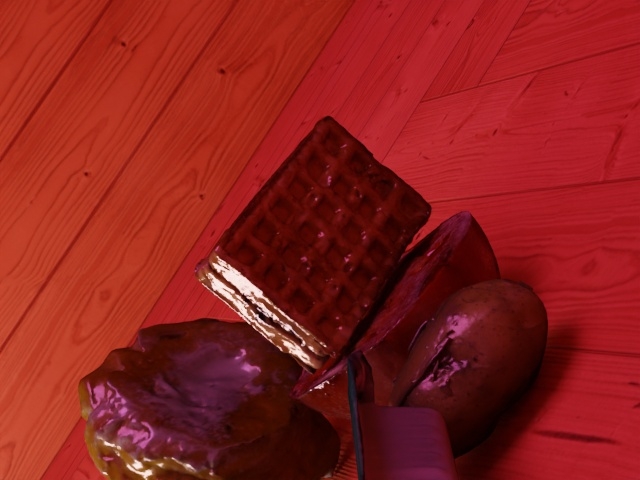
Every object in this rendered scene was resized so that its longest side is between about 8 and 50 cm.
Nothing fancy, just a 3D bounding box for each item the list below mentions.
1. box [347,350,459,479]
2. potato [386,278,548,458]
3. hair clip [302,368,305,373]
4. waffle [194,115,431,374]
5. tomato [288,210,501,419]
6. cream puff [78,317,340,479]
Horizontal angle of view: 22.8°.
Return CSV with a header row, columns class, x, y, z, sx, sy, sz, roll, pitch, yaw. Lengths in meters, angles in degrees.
class,x,y,z,sx,sy,sz,roll,pitch,yaw
box,0.102,0.298,1.694,0.106,0.264,0.337,-10,23,1
potato,0.167,0.155,1.860,0.248,0.143,0.169,-54,-25,15
hair clip,-0.051,0.232,2.561,0.146,0.056,0.187,-50,25,12
waffle,-0.001,0.001,2.071,0.091,0.213,0.308,-41,9,51
tomato,0.127,0.121,2.076,0.338,0.143,0.338,-45,9,9
cream puff,-0.153,0.287,2.262,0.378,0.378,0.276,-76,-4,-54
